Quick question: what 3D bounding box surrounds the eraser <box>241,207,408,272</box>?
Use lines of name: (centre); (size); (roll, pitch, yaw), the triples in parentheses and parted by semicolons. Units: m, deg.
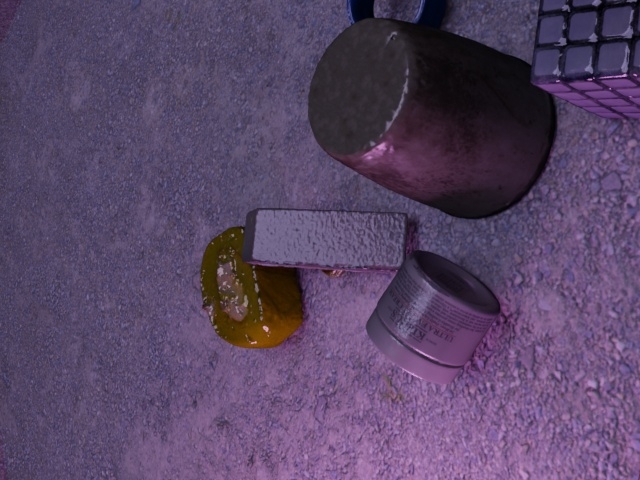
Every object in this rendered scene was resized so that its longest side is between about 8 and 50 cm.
eraser: (0.000, 0.000, 1.441); (0.352, 0.077, 0.111); (3, 82, 18)

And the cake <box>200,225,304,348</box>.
cake: (-0.151, 0.108, 1.605); (0.179, 0.156, 0.261); (-27, 65, 39)

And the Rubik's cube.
Rubik's cube: (0.445, -0.297, 0.979); (0.238, 0.237, 0.237); (8, 88, 47)

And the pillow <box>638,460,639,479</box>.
pillow: (0.473, 0.320, 0.981); (0.118, 0.043, 0.185); (8, 92, 41)

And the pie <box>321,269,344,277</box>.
pie: (0.028, 0.034, 1.527); (0.084, 0.020, 0.084); (-10, 76, 46)

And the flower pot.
flower pot: (0.163, -0.204, 1.200); (0.293, 0.330, 0.294); (-14, 72, 46)

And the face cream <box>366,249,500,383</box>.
face cream: (0.185, 0.122, 1.225); (0.177, 0.177, 0.153); (46, 115, 41)

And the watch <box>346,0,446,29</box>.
watch: (0.150, -0.467, 1.402); (0.196, 0.171, 0.200); (-20, 83, 42)
